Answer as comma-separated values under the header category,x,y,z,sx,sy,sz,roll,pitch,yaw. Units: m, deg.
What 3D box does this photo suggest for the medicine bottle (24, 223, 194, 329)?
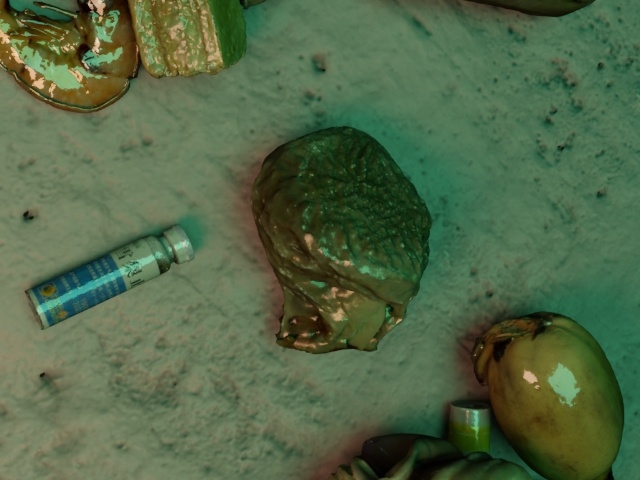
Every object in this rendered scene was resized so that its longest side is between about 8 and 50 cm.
category,x,y,z,sx,sy,sz,roll,pitch,yaw
medicine bottle,-0.239,0.040,1.110,0.191,0.051,0.051,-25,103,-19

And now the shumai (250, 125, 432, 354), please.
category,x,y,z,sx,sy,sz,roll,pitch,yaw
shumai,0.000,0.000,1.170,0.225,0.222,0.260,8,54,-35

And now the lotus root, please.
category,x,y,z,sx,sy,sz,roll,pitch,yaw
lotus root,0.324,0.233,1.299,0.183,0.183,0.310,-35,112,-17

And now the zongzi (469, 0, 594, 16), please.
category,x,y,z,sx,sy,sz,roll,pitch,yaw
zongzi,0.224,-0.472,1.235,0.323,0.160,0.360,2,81,-34

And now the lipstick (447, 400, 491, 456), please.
category,x,y,z,sx,sy,sz,roll,pitch,yaw
lipstick,0.197,0.353,1.316,0.059,0.059,0.263,1,93,-23

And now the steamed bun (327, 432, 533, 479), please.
category,x,y,z,sx,sy,sz,roll,pitch,yaw
steamed bun,0.130,0.341,1.172,0.320,0.275,0.206,1,85,-25

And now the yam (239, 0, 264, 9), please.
category,x,y,z,sx,sy,sz,roll,pitch,yaw
yam,-0.032,-0.353,1.141,0.194,0.107,0.107,-32,105,-18

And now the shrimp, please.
category,x,y,z,sx,sy,sz,roll,pitch,yaw
shrimp,-0.290,-0.285,1.062,0.178,0.075,0.289,-7,110,-20

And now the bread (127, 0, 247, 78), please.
category,x,y,z,sx,sy,sz,roll,pitch,yaw
bread,-0.150,-0.277,1.061,0.102,0.138,0.196,-7,108,11
